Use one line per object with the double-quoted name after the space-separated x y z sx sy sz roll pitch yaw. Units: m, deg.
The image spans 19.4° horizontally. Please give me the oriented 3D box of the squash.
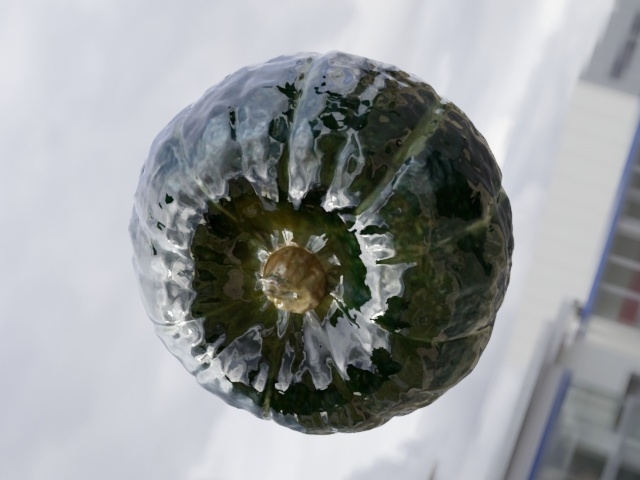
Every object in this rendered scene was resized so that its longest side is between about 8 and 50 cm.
0.000 0.000 1.209 0.165 0.252 0.252 -71 -6 -64 "squash"
